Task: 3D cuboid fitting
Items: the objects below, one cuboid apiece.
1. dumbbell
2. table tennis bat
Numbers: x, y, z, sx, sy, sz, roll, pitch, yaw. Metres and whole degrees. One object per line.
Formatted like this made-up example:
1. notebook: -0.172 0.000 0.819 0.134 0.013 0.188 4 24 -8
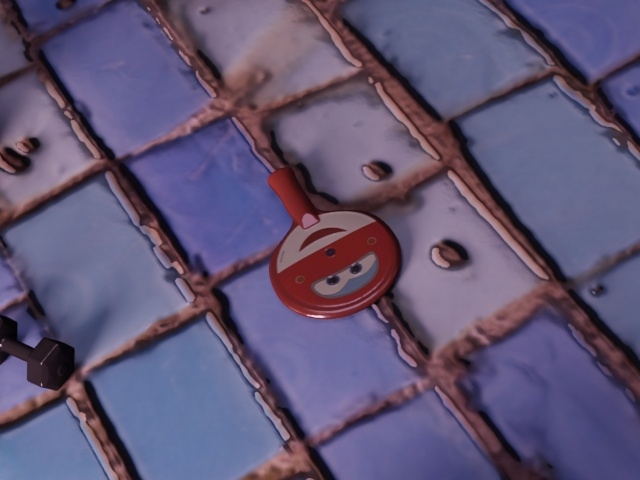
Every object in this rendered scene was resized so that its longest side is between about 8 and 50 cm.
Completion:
1. dumbbell: -0.219 0.082 1.467 0.083 0.036 0.040 21 59 32
2. table tennis bat: 0.000 0.000 1.480 0.098 0.019 0.154 -27 49 -6
